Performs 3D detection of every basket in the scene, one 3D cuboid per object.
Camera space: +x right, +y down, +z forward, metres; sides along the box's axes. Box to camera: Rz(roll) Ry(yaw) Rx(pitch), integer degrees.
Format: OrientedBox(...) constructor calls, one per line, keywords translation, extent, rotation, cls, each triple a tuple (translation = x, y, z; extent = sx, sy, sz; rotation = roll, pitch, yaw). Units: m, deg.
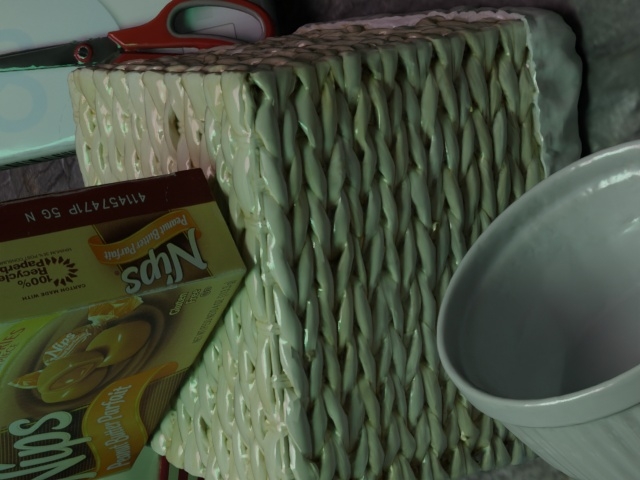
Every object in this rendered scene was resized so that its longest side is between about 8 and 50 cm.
OrientedBox(translation=(0.000, 0.000, 1.010), extent=(0.328, 0.266, 0.331), rotation=(12, 110, 58), cls="basket")

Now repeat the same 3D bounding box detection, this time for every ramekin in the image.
OrientedBox(translation=(0.183, 0.048, 0.791), extent=(0.109, 0.207, 0.207), rotation=(49, 161, -28), cls="ramekin")

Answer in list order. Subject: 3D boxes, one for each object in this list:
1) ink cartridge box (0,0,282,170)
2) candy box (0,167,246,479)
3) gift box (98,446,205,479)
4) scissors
OrientedBox(translation=(-0.213, -0.278, 1.227), extent=(0.091, 0.308, 0.385), rotation=(-18, -84, -81), cls="ink cartridge box")
OrientedBox(translation=(-0.189, 0.084, 0.911), extent=(0.088, 0.183, 0.316), rotation=(65, 148, 23), cls="candy box")
OrientedBox(translation=(-0.210, 0.216, 1.415), extent=(0.255, 0.276, 0.258), rotation=(19, 106, 49), cls="gift box")
OrientedBox(translation=(-0.188, -0.175, 1.176), extent=(0.021, 0.297, 0.109), rotation=(-21, -60, -80), cls="scissors")
